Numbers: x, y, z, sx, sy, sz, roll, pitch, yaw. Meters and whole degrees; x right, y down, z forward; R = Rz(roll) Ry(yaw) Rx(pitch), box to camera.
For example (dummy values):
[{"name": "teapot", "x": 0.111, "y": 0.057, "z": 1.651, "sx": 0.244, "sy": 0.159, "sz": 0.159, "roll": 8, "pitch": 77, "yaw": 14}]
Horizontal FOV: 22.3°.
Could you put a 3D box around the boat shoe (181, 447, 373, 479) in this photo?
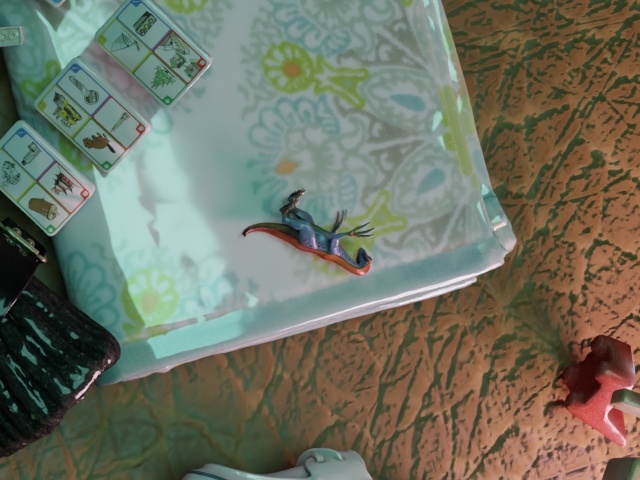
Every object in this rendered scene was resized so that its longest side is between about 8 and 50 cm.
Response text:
[{"name": "boat shoe", "x": 0.006, "y": 0.207, "z": 1.296, "sx": 0.258, "sy": 0.095, "sz": 0.084, "roll": 20, "pitch": 74, "yaw": -29}]

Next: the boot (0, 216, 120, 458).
[{"name": "boot", "x": -0.252, "y": 0.021, "z": 1.071, "sx": 0.131, "sy": 0.348, "sz": 0.260, "roll": -36, "pitch": 90, "yaw": -3}]

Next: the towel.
[{"name": "towel", "x": -0.046, "y": -0.082, "z": 1.301, "sx": 0.374, "sy": 0.090, "sz": 0.321, "roll": -15, "pitch": 87, "yaw": -21}]

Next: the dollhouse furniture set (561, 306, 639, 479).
[{"name": "dollhouse furniture set", "x": 0.258, "y": 0.247, "z": 1.331, "sx": 0.152, "sy": 0.201, "sz": 0.374, "roll": 27, "pitch": 70, "yaw": -16}]

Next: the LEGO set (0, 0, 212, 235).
[{"name": "LEGO set", "x": -0.226, "y": -0.151, "z": 1.197, "sx": 0.244, "sy": 0.060, "sz": 0.182, "roll": 42, "pitch": 99, "yaw": -5}]

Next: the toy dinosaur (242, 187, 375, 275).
[{"name": "toy dinosaur", "x": 0.000, "y": 0.000, "z": 1.250, "sx": 0.090, "sy": 0.047, "sz": 0.082, "roll": -29, "pitch": 104, "yaw": 12}]
